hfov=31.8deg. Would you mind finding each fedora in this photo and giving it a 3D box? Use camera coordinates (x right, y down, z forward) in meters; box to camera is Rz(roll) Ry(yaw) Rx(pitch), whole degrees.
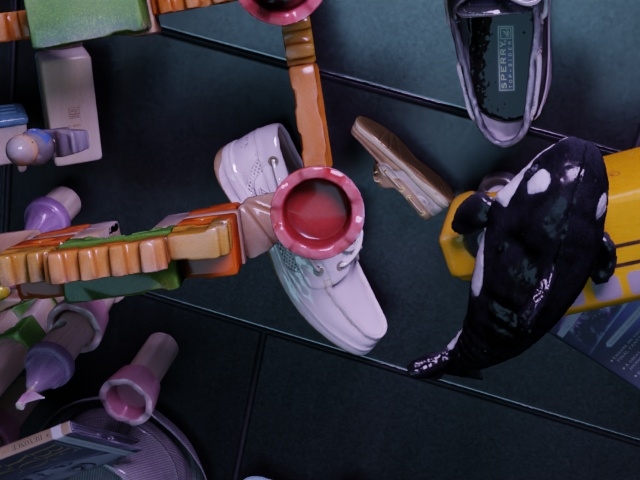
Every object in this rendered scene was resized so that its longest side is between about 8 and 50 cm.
[{"bbox_3d":[-0.275,0.335,1.443,0.244,0.124,0.275,25,122,2],"label":"fedora"}]

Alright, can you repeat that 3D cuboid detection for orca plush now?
[{"bbox_3d":[0.167,0.044,1.015,0.151,0.102,0.287,37,122,-8],"label":"orca plush"}]

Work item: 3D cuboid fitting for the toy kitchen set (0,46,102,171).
[{"bbox_3d":[-0.365,-0.159,1.237,0.207,0.166,0.122,-11,121,-20],"label":"toy kitchen set"}]

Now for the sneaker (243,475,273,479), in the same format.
[{"bbox_3d":[0.047,0.390,1.378,0.366,0.135,0.150,14,124,7],"label":"sneaker"}]

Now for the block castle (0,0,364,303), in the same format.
[{"bbox_3d":[-0.200,-0.101,1.037,0.453,0.213,0.303,-9,99,2],"label":"block castle"}]

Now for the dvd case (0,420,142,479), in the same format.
[{"bbox_3d":[-0.337,0.260,1.283,0.221,0.164,0.018,-22,67,12],"label":"dvd case"}]

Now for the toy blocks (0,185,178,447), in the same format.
[{"bbox_3d":[-0.375,0.123,1.276,0.289,0.260,0.309,-19,111,25],"label":"toy blocks"}]

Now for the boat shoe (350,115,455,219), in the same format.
[{"bbox_3d":[0.078,-0.072,1.164,0.135,0.050,0.045,42,115,-9],"label":"boat shoe"}]

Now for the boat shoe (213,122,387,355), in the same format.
[{"bbox_3d":[0.000,0.000,1.197,0.096,0.098,0.277,-28,106,28],"label":"boat shoe"}]

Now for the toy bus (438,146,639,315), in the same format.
[{"bbox_3d":[0.289,-0.016,1.075,0.333,0.108,0.130,-14,114,22],"label":"toy bus"}]

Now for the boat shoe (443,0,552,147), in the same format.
[{"bbox_3d":[0.156,-0.234,1.021,0.113,0.105,0.306,3,119,14],"label":"boat shoe"}]

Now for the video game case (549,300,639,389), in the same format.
[{"bbox_3d":[0.340,0.055,1.175,0.274,0.026,0.196,33,122,-2],"label":"video game case"}]
